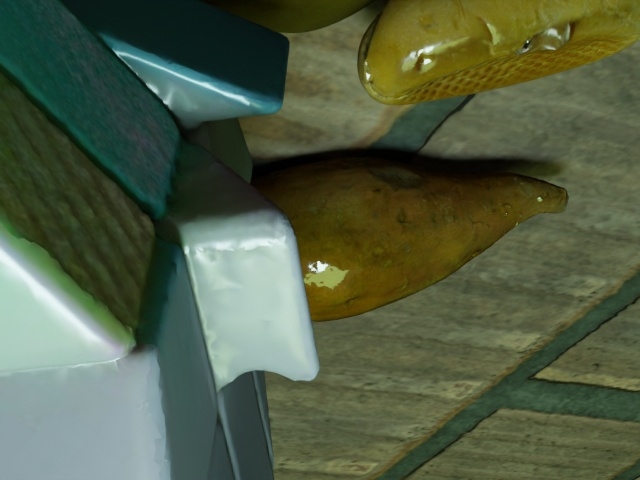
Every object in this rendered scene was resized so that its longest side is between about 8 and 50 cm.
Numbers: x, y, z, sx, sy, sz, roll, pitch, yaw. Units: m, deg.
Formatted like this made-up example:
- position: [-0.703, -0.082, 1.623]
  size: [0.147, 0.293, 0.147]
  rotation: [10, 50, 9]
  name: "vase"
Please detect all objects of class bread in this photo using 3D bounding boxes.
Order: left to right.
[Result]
- position: [0.104, -0.129, 0.784]
  size: [0.189, 0.077, 0.114]
  rotation: [-11, 175, -20]
  name: "bread"

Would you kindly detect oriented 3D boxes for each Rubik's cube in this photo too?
- position: [-0.183, 0.027, 0.626]
  size: [0.358, 0.368, 0.387]
  rotation: [-7, 178, 4]
  name: "Rubik's cube"

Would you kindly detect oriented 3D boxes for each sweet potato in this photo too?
- position: [0.005, 0.000, 0.940]
  size: [0.359, 0.112, 0.112]
  rotation: [-8, 150, -14]
  name: "sweet potato"

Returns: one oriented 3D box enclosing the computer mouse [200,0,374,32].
- position: [-0.036, -0.171, 0.692]
  size: [0.126, 0.056, 0.245]
  rotation: [-32, 145, 32]
  name: "computer mouse"
